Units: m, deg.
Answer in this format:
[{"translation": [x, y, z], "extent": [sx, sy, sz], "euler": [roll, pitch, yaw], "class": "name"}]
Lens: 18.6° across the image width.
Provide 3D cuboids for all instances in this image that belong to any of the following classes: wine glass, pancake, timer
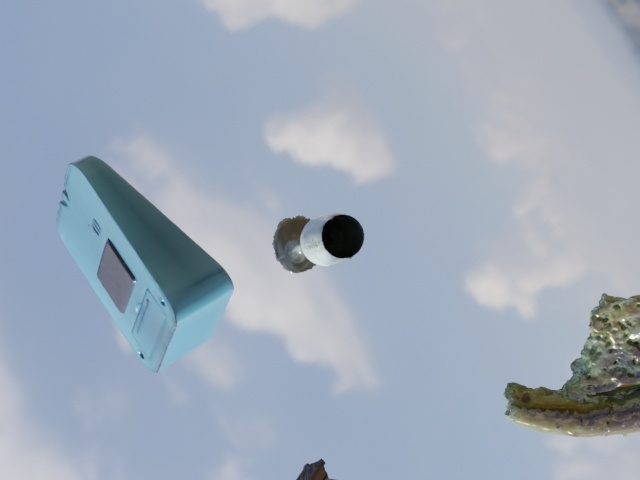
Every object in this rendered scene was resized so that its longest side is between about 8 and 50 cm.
[{"translation": [0.000, 0.000, 2.294], "extent": [0.074, 0.074, 0.262], "euler": [56, 169, -5], "class": "wine glass"}, {"translation": [0.374, 0.140, 2.237], "extent": [0.197, 0.376, 0.054], "euler": [50, -151, -19], "class": "pancake"}, {"translation": [-0.230, 0.020, 2.458], "extent": [0.250, 0.091, 0.232], "euler": [52, 157, 10], "class": "timer"}]

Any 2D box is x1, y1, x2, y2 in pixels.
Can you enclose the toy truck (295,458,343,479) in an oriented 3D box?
[{"translation": [0.006, 0.337, 2.152], "extent": [0.083, 0.092, 0.192], "euler": [-52, -39, -44], "class": "toy truck"}]
